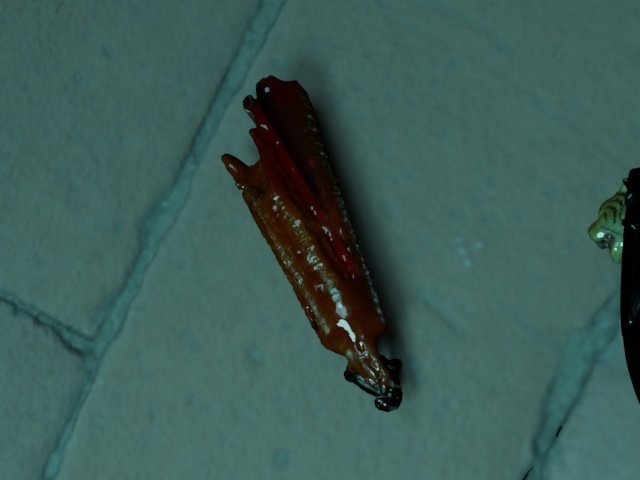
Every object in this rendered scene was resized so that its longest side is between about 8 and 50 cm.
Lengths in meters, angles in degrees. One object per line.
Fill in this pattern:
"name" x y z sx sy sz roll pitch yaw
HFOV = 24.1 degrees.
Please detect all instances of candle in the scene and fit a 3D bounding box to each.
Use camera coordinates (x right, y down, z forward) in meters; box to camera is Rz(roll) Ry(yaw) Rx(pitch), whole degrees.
"candle" 0.000 0.000 1.101 0.084 0.059 0.301 -42 53 23

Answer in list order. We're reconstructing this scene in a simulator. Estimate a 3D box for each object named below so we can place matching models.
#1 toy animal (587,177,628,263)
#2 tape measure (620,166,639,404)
"toy animal" 0.280 -0.016 0.923 0.241 0.057 0.099 -18 61 27
"tape measure" 0.265 0.042 0.816 0.202 0.135 0.222 -16 100 12
